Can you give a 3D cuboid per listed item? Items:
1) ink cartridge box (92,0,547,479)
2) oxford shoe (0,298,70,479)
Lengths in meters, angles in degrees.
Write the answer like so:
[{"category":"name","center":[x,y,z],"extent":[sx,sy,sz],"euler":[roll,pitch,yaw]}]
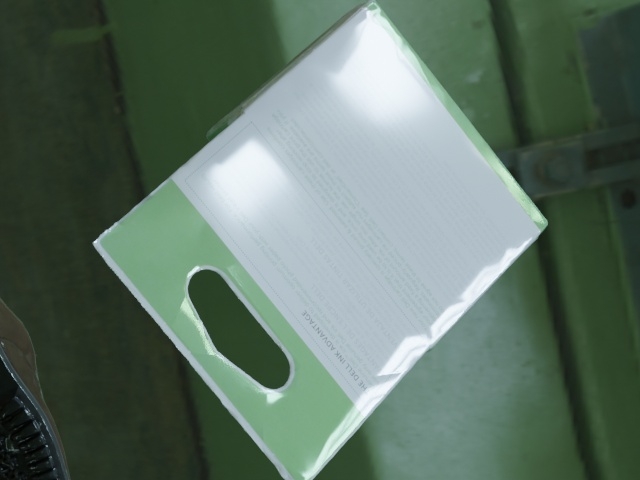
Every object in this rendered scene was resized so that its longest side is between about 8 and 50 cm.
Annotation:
[{"category":"ink cartridge box","center":[0.000,0.000,0.820],"extent":[0.235,0.056,0.171],"euler":[-44,100,-29]},{"category":"oxford shoe","center":[-0.237,0.118,1.142],"extent":[0.083,0.096,0.227],"euler":[-17,100,17]}]
